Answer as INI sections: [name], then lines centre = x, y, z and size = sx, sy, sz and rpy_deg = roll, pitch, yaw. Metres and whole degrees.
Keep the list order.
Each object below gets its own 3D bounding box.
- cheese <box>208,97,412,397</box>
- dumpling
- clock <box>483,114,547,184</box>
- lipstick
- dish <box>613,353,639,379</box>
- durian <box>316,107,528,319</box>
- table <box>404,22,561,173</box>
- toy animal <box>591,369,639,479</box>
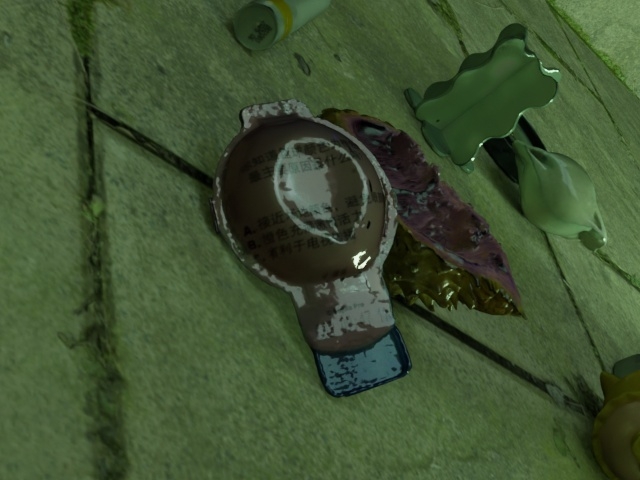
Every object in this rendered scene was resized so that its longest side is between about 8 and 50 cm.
[cheese]
centre = 0.000, 0.000, 0.979
size = 0.189, 0.074, 0.285
rpy_deg = -16, 79, -25
[dumpling]
centre = 0.384, -0.076, 1.772
size = 0.228, 0.124, 0.151
rpy_deg = 56, -7, -6
[clock]
centre = 0.339, -0.190, 1.915
size = 0.226, 0.049, 0.226
rpy_deg = 40, 27, -25
[lipstick]
centre = -0.043, -0.291, 1.347
size = 0.059, 0.059, 0.264
rpy_deg = 51, 24, -7
[dish]
centre = 0.584, 0.273, 1.641
size = 0.273, 0.134, 0.273
rpy_deg = 42, 25, -25
[durian]
centre = 0.068, -0.030, 1.152
size = 0.191, 0.112, 0.341
rpy_deg = 7, 38, -40
[table]
centre = 0.255, -0.223, 1.620
size = 0.166, 0.198, 0.166
rpy_deg = 40, 27, -26
[toy animal]
centre = 0.424, 0.251, 1.388
size = 0.156, 0.156, 0.230
rpy_deg = 55, 14, 4
